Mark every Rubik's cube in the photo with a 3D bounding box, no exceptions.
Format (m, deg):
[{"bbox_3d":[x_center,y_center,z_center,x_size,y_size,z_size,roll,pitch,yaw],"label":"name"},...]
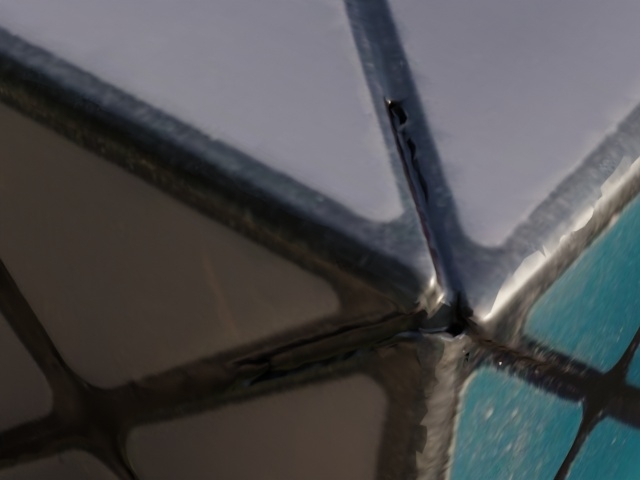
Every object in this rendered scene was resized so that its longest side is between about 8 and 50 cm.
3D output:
[{"bbox_3d":[0.000,0.000,0.576,0.255,0.260,0.259,26,48,25],"label":"Rubik's cube"}]
